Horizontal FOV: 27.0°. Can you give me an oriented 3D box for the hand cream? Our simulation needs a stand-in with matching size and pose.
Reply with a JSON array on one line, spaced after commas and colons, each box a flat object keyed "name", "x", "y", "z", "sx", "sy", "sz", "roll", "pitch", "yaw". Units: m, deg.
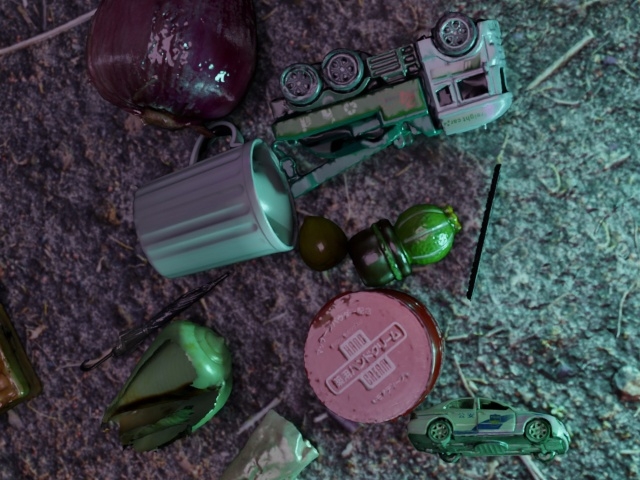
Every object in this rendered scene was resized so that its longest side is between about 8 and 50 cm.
[{"name": "hand cream", "x": 0.079, "y": 0.161, "z": 1.890, "sx": 0.193, "sy": 0.125, "sz": 0.193, "roll": -1, "pitch": 87, "yaw": 13}]

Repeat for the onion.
[{"name": "onion", "x": -0.217, "y": -0.342, "z": 1.938, "sx": 0.267, "sy": 0.159, "sz": 0.348, "roll": 10, "pitch": 84, "yaw": 26}]

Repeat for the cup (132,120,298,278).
[{"name": "cup", "x": -0.151, "y": -0.053, "z": 1.956, "sx": 0.202, "sy": 0.221, "sz": 0.167, "roll": -17, "pitch": 119, "yaw": 15}]

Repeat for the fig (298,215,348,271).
[{"name": "fig", "x": 0.000, "y": 0.000, "z": 1.942, "sx": 0.074, "sy": 0.074, "sz": 0.088, "roll": -32, "pitch": 60, "yaw": 11}]

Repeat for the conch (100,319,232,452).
[{"name": "conch", "x": -0.221, "y": 0.229, "z": 1.953, "sx": 0.143, "sy": 0.137, "sz": 0.250, "roll": 40, "pitch": 98, "yaw": 11}]

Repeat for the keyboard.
[{"name": "keyboard", "x": 0.232, "y": -0.012, "z": 1.889, "sx": 0.010, "sy": 0.063, "sz": 0.198, "roll": 12, "pitch": 92, "yaw": 3}]

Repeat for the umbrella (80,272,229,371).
[{"name": "umbrella", "x": -0.249, "y": 0.125, "z": 2.022, "sx": 0.269, "sy": 0.044, "sz": 0.044, "roll": -32, "pitch": 56, "yaw": 2}]

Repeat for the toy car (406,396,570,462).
[{"name": "toy car", "x": 0.235, "y": 0.264, "z": 1.869, "sx": 0.224, "sy": 0.090, "sz": 0.076, "roll": -3, "pitch": 61, "yaw": 15}]

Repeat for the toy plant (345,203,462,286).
[{"name": "toy plant", "x": 0.122, "y": 0.002, "z": 1.897, "sx": 0.162, "sy": 0.093, "sz": 0.092, "roll": -26, "pitch": 83, "yaw": 5}]

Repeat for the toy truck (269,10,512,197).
[{"name": "toy truck", "x": 0.093, "y": -0.201, "z": 1.882, "sx": 0.363, "sy": 0.176, "sz": 0.178, "roll": -20, "pitch": 93, "yaw": 13}]

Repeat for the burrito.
[{"name": "burrito", "x": -0.145, "y": 0.428, "z": 1.961, "sx": 0.117, "sy": 0.076, "sz": 0.392, "roll": 38, "pitch": 97, "yaw": 11}]

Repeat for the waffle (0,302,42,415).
[{"name": "waffle", "x": -0.612, "y": 0.213, "z": 2.074, "sx": 0.308, "sy": 0.091, "sz": 0.212, "roll": -28, "pitch": 82, "yaw": 10}]
